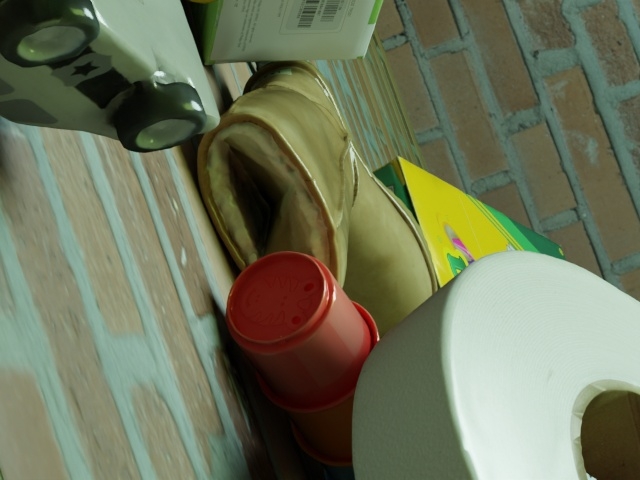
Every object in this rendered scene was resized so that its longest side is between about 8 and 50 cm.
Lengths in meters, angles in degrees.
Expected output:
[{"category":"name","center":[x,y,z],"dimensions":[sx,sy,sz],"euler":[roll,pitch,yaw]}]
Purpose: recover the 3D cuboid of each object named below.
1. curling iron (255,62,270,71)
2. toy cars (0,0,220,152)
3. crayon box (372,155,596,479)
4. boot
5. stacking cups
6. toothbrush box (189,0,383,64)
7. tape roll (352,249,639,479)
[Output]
[{"category":"curling iron","center":[-0.033,-0.138,1.495],"dimensions":[0.068,0.035,0.274],"euler":[-99,166,-56]},{"category":"toy cars","center":[-0.108,-0.128,0.771],"dimensions":[0.176,0.087,0.394],"euler":[62,13,-19]},{"category":"crayon box","center":[0.150,0.145,1.504],"dimensions":[0.313,0.106,0.363],"euler":[25,43,-57]},{"category":"boot","center":[0.000,0.000,1.210],"dimensions":[0.236,0.089,0.269],"euler":[58,10,-11]},{"category":"stacking cups","center":[0.024,0.114,1.108],"dimensions":[0.316,0.096,0.096],"euler":[54,17,-48]},{"category":"toothbrush box","center":[-0.035,-0.291,1.261],"dimensions":[0.206,0.122,0.283],"euler":[109,-29,-51]},{"category":"tape roll","center":[0.177,0.177,0.966],"dimensions":[0.392,0.072,0.392],"euler":[36,29,-24]}]
